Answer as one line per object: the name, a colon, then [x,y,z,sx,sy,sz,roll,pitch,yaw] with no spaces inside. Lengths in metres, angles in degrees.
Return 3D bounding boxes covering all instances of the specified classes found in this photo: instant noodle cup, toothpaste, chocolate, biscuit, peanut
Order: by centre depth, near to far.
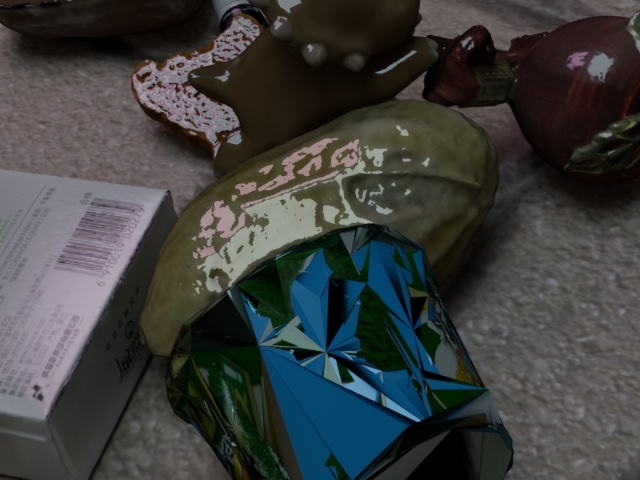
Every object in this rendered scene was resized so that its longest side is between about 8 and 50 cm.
instant noodle cup: [0.024,0.131,1.081,0.240,0.240,0.178,-26,55,-12]
peanut: [-0.002,-0.004,1.254,0.340,0.158,0.174,-22,72,-1]
biscuit: [-0.051,-0.139,1.448,0.280,0.043,0.183,9,67,7]
toothpaste: [-0.064,-0.190,1.518,0.071,0.045,0.193,-20,54,-2]
chocolate: [-0.230,-0.269,1.602,0.261,0.083,0.161,-2,38,16]

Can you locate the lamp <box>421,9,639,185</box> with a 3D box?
lamp: [0.224,-0.124,1.311,0.223,0.151,0.215,-1,1,43]

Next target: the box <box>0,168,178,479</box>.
box: [-0.249,0.068,1.268,0.194,0.111,0.260,8,52,21]

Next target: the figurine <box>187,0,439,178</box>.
figurine: [-0.022,-0.192,1.296,0.247,0.173,0.177,-22,40,31]
